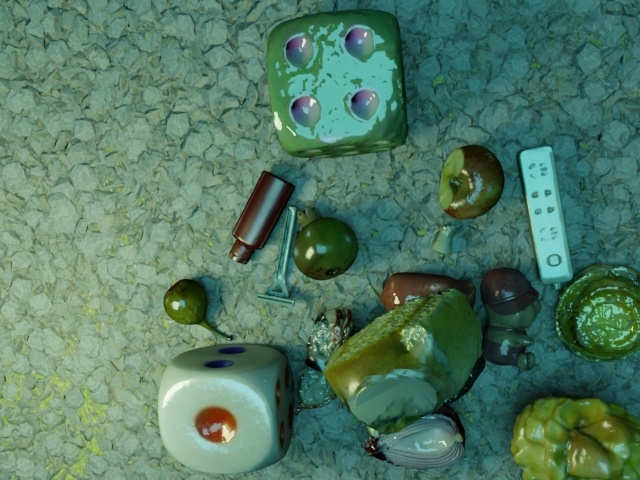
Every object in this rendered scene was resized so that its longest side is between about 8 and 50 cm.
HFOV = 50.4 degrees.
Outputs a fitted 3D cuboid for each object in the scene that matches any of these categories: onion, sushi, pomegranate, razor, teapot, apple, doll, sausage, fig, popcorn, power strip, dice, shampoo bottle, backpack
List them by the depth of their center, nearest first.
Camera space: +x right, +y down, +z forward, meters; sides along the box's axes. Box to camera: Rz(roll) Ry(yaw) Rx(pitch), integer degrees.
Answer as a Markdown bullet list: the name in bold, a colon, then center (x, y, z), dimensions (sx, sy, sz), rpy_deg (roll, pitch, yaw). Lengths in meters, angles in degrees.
- **dice**: center (0.051, -0.378, 1.694), dimensions (0.323, 0.318, 0.330), rpy_deg (-6, 95, 9)
- **popcorn**: center (0.654, 0.566, 1.706), dimensions (0.349, 0.349, 0.381), rpy_deg (9, 60, 6)
- **apple**: center (0.390, -0.148, 1.750), dimensions (0.160, 0.173, 0.195), rpy_deg (13, 102, 8)
- **doll**: center (0.495, 0.198, 1.769), dimensions (0.152, 0.196, 0.255), rpy_deg (-8, 99, -28)
- **power strip**: center (0.594, -0.056, 1.791), dimensions (0.091, 0.062, 0.384), rpy_deg (-10, 94, 11)
- **sausage**: center (0.283, 0.155, 1.812), dimensions (0.255, 0.148, 0.148), rpy_deg (6, 97, 12)
- **pomegranate**: center (0.010, 0.000, 1.820), dimensions (0.180, 0.179, 0.210), rpy_deg (-10, 83, 8)
- **dice**: center (-0.243, 0.441, 1.828), dimensions (0.305, 0.304, 0.276), rpy_deg (-4, 95, 8)
- **teapot**: center (0.333, -0.005, 1.837), dimensions (0.067, 0.057, 0.083), rpy_deg (20, 93, 34)
- **backpack**: center (0.369, 0.357, 1.844), dimensions (0.165, 0.106, 0.120), rpy_deg (-35, 69, -7)
- **onion**: center (0.249, 0.521, 1.857), dimensions (0.284, 0.120, 0.227), rpy_deg (-9, 120, 7)
- **sushi**: center (0.008, 0.334, 1.877), dimensions (0.130, 0.124, 0.331), rpy_deg (15, 97, 15)
- **shampoo bottle**: center (-0.173, -0.059, 1.886), dimensions (0.102, 0.064, 0.260), rpy_deg (29, 100, 2)
- **razor**: center (-0.101, 0.040, 1.900), dimensions (0.111, 0.056, 0.277), rpy_deg (11, 90, 4)
- **fig**: center (-0.341, 0.210, 1.932), dimensions (0.124, 0.124, 0.236), rpy_deg (-40, 114, 10)

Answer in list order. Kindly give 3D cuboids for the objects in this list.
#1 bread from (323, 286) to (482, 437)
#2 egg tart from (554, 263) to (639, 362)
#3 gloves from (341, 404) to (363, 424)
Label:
- **bread**: center (0.216, 0.308, 1.662), dimensions (0.395, 0.264, 0.239), rpy_deg (-36, 97, 17)
- **egg tart**: center (0.756, 0.197, 1.783), dimensions (0.279, 0.095, 0.278), rpy_deg (1, 96, 6)
- **gloves**: center (0.115, 0.430, 1.889), dimensions (0.111, 0.094, 0.144), rpy_deg (10, 117, 15)
